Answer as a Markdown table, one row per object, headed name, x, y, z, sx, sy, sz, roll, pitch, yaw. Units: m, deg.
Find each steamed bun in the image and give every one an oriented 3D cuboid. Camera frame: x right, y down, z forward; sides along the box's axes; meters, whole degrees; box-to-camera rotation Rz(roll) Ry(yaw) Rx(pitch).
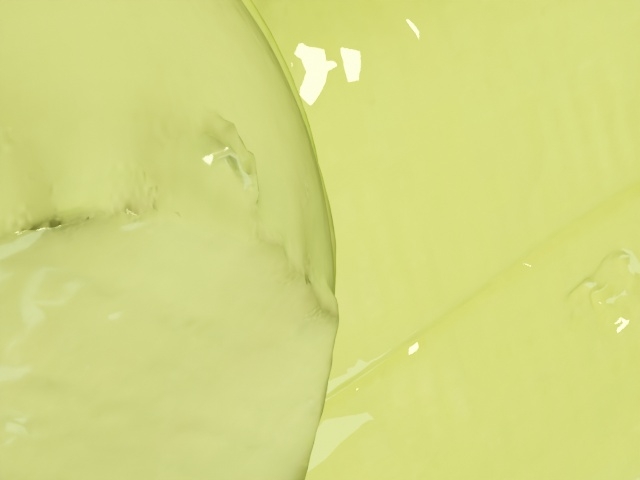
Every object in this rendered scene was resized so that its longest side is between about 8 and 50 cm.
| name | x | y | z | sx | sy | sz | roll | pitch | yaw |
| --- | --- | --- | --- | --- | --- | --- | --- | --- | --- |
| steamed bun | 0.000 | 0.000 | 0.872 | 0.371 | 0.456 | 0.290 | -25 | -150 | -22 |
| steamed bun | -0.163 | -0.008 | 0.529 | 0.309 | 0.309 | 0.309 | -27 | 178 | -1 |
